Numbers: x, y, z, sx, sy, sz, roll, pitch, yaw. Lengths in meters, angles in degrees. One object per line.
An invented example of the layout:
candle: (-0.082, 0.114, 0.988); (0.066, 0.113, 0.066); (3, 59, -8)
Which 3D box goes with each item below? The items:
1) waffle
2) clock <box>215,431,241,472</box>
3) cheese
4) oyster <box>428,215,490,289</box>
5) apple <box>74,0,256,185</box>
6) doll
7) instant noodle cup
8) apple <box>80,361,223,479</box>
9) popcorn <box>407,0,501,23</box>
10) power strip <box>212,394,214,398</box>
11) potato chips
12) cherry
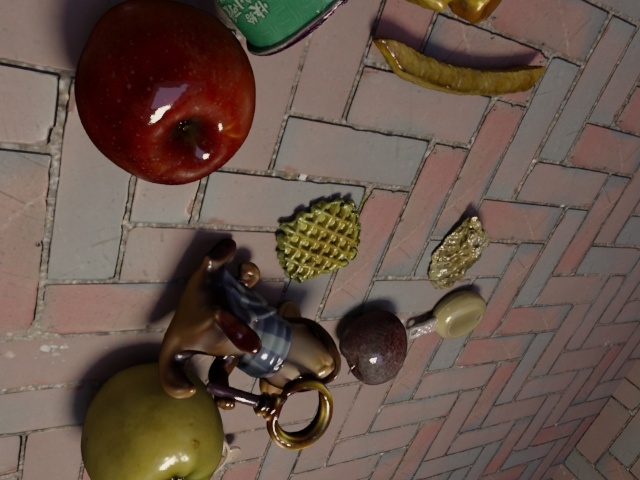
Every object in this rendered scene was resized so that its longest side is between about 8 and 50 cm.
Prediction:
waffle: (0.000, 0.000, 1.044); (0.184, 0.036, 0.169); (-21, 128, -21)
clock: (-0.282, 0.469, 1.187); (0.229, 0.063, 0.155); (14, 116, -35)
cheese: (0.321, 0.204, 1.378); (0.228, 0.064, 0.137); (-15, 127, -22)
oyster: (0.333, 0.041, 1.264); (0.133, 0.072, 0.209); (21, 111, -37)
apple: (-0.190, -0.185, 0.672); (0.219, 0.201, 0.218); (-18, 136, -19)
doll: (-0.111, 0.186, 0.960); (0.340, 0.209, 0.317); (34, 60, -42)
instant noodle cup: (-0.062, -0.370, 0.608); (0.251, 0.251, 0.190); (-47, 125, 6)
apple: (-0.300, 0.359, 0.981); (0.263, 0.262, 0.262); (-17, 129, -22)
popcorn: (0.182, -0.449, 0.691); (0.225, 0.265, 0.332); (-25, 114, -10)
power strip: (-0.258, 0.349, 1.142); (0.136, 0.019, 0.050); (-35, 132, -7)
potato chips: (0.249, -0.302, 0.969); (0.407, 0.057, 0.080); (-3, 117, -32)
cherry: (0.127, 0.247, 1.231); (0.176, 0.140, 0.175); (-12, 113, -30)
